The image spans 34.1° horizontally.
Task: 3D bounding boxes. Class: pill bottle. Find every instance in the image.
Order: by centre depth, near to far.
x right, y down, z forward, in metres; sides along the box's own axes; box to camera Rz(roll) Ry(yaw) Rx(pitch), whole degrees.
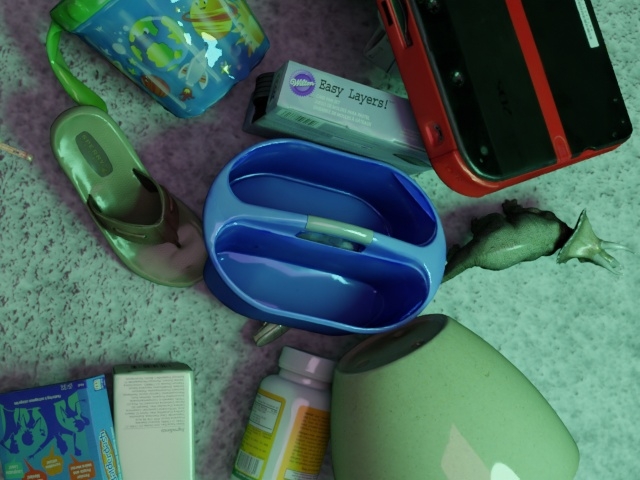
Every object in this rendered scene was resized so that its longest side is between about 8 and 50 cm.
[{"bbox_3d":[-0.042,0.258,1.460,0.118,0.117,0.208,18,86,-13],"label":"pill bottle"}]

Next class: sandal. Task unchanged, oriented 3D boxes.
[{"bbox_3d":[-0.255,-0.046,1.406,0.120,0.086,0.302,-42,116,-7],"label":"sandal"}]

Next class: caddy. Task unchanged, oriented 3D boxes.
[{"bbox_3d":[0.000,0.000,1.414,0.341,0.179,0.241,13,75,-16],"label":"caddy"}]

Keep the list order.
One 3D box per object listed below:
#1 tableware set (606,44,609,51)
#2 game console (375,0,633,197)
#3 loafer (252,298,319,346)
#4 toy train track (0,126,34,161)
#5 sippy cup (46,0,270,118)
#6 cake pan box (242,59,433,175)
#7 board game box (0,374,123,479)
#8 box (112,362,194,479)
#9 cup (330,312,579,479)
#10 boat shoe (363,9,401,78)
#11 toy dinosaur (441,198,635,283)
[{"bbox_3d":[0.377,-0.228,1.598,0.128,0.039,0.194,13,87,-13],"label":"tableware set"},{"bbox_3d":[0.234,-0.269,1.352,0.342,0.060,0.386,-19,92,-36],"label":"game console"},{"bbox_3d":[-0.050,0.105,1.501,0.125,0.045,0.039,-34,72,-15],"label":"loafer"},{"bbox_3d":[-0.432,-0.128,1.419,0.083,0.014,0.048,22,85,-13],"label":"toy train track"},{"bbox_3d":[-0.195,-0.291,1.379,0.224,0.305,0.240,48,52,-20],"label":"sippy cup"},{"bbox_3d":[0.035,-0.157,1.413,0.267,0.246,0.070,15,83,-12],"label":"cake pan box"},{"bbox_3d":[-0.343,0.294,1.375,0.160,0.047,0.210,-13,87,22],"label":"board game box"},{"bbox_3d":[-0.229,0.309,1.428,0.113,0.094,0.275,0,90,-13],"label":"box"},{"bbox_3d":[0.143,0.239,1.385,0.331,0.331,0.236,-28,100,-12],"label":"cup"},{"bbox_3d":[0.115,-0.306,1.448,0.076,0.226,0.083,21,56,-5],"label":"boat shoe"},{"bbox_3d":[0.274,-0.001,1.513,0.314,0.160,0.121,-4,91,-14],"label":"toy dinosaur"}]
